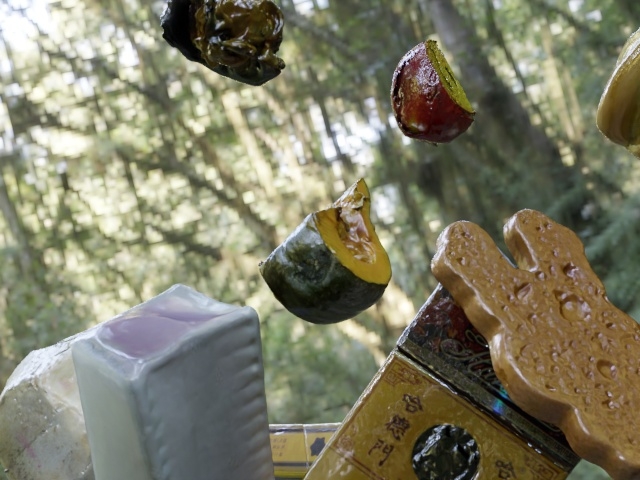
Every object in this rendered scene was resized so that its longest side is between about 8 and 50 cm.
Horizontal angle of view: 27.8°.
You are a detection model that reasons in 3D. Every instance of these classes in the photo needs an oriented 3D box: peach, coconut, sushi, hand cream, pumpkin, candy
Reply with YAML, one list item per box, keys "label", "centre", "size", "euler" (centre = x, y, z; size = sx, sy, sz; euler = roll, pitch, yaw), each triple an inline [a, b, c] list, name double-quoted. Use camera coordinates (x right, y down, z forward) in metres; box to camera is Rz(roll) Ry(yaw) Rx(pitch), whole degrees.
- label: "peach"
  centre: [0.169, -0.233, 2.037]
  size: [0.127, 0.172, 0.092]
  euler: [-7, -1, 40]
- label: "coconut"
  centre: [-0.370, 0.319, 2.213]
  size: [0.352, 0.353, 0.352]
  euler: [-14, -5, -1]
- label: "sushi"
  centre: [-0.153, -0.381, 2.268]
  size: [0.204, 0.213, 0.200]
  euler: [0, -5, 41]
- label: "hand cream"
  centre: [0.283, 0.016, 2.105]
  size: [0.019, 0.093, 0.030]
  euler: [-45, 9, -13]
- label: "pumpkin"
  centre: [-0.001, 0.001, 2.074]
  size: [0.190, 0.281, 0.139]
  euler: [24, -55, -36]
- label: "candy"
  centre: [-0.175, 0.250, 1.581]
  size: [0.145, 0.359, 0.208]
  euler: [17, 35, 36]

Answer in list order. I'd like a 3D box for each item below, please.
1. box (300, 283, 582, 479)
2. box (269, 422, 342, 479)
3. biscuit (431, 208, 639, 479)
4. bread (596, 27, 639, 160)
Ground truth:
- label: "box"
  centre: [0.149, 0.276, 1.572]
  size: [0.415, 0.264, 0.116]
  euler: [-53, -16, -5]
- label: "box"
  centre: [-0.011, 0.341, 1.891]
  size: [0.193, 0.084, 0.301]
  euler: [33, -28, -34]
- label: "biscuit"
  centre: [0.256, 0.108, 1.365]
  size: [0.202, 0.334, 0.047]
  euler: [-13, -32, -34]
- label: "bread"
  centre: [0.615, -0.254, 2.116]
  size: [0.316, 0.270, 0.211]
  euler: [-47, 17, -1]
